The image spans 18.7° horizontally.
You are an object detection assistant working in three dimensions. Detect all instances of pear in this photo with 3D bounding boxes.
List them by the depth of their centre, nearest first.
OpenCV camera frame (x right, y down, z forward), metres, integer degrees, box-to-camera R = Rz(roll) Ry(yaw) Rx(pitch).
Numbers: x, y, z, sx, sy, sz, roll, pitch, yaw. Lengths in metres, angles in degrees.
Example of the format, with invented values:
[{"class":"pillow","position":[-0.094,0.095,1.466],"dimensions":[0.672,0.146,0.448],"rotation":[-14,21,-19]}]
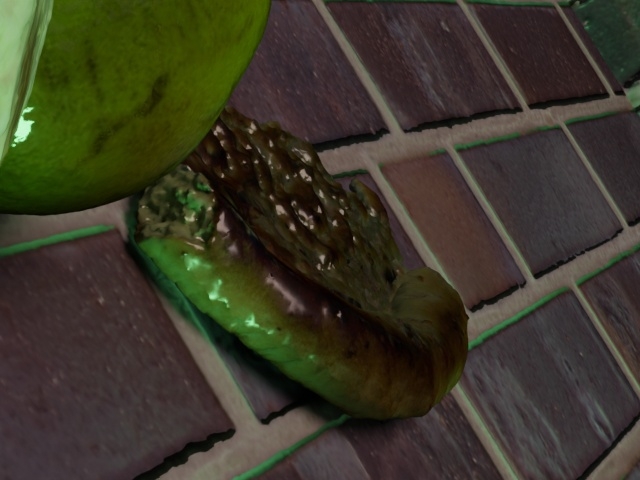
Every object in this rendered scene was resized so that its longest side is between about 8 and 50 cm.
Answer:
[{"class":"pear","position":[-0.157,-0.148,1.057],"dimensions":[0.269,0.269,0.321],"rotation":[56,33,-2]}]

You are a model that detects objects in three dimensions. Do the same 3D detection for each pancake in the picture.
[{"class":"pancake","position":[0.001,0.004,1.437],"dimensions":[0.427,0.067,0.304],"rotation":[32,30,-45]}]

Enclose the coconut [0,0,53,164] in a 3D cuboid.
[{"class":"coconut","position":[-0.253,-0.096,0.594],"dimensions":[0.345,0.415,0.415],"rotation":[19,-5,37]}]
